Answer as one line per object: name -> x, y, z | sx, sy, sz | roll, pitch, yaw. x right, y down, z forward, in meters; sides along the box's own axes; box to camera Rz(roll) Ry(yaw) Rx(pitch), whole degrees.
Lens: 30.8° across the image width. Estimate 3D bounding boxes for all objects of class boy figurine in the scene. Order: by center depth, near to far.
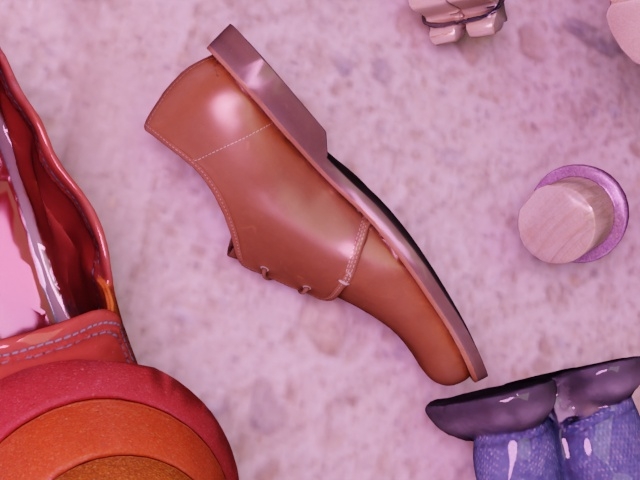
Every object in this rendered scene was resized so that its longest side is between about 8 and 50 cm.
boy figurine -> 0.146, 0.199, 0.548 | 0.177, 0.092, 0.285 | -13, 84, -28

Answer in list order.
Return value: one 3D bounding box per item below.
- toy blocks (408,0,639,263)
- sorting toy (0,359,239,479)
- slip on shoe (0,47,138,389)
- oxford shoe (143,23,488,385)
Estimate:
toy blocks -> 0.241, -0.138, 0.653 | 0.260, 0.309, 0.288 | -18, 99, -61
sorting toy -> -0.079, 0.228, 0.374 | 0.127, 0.126, 0.365 | 6, 91, -22
slip on shoe -> -0.120, 0.063, 0.460 | 0.123, 0.101, 0.331 | -19, 88, -31
oxford shoe -> 0.000, 0.000, 0.565 | 0.076, 0.076, 0.212 | -42, 101, 2
